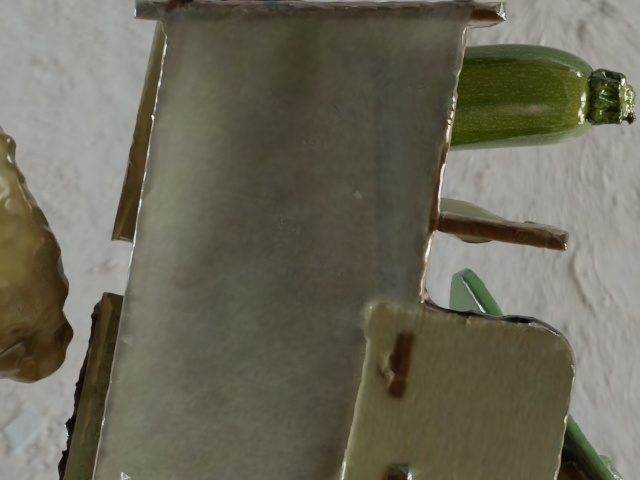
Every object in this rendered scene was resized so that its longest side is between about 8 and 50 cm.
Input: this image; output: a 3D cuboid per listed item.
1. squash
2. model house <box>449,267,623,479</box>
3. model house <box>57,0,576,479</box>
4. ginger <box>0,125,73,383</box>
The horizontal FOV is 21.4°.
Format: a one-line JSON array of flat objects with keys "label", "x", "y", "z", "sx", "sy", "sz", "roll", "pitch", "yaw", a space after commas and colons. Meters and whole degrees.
[{"label": "squash", "x": 0.063, "y": -0.082, "z": 1.040, "sx": 0.258, "sy": 0.069, "sz": 0.069, "roll": -8, "pitch": 97, "yaw": 6}, {"label": "model house", "x": 0.028, "y": 0.262, "z": 1.055, "sx": 0.323, "sy": 0.340, "sz": 0.300, "roll": -24, "pitch": 61, "yaw": -13}, {"label": "model house", "x": -0.017, "y": 0.055, "z": 0.675, "sx": 0.169, "sy": 0.244, "sz": 0.326, "roll": 9, "pitch": 94, "yaw": -9}, {"label": "ginger", "x": -0.205, "y": 0.008, "z": 0.756, "sx": 0.221, "sy": 0.276, "sz": 0.130, "roll": 17, "pitch": 65, "yaw": 12}]
